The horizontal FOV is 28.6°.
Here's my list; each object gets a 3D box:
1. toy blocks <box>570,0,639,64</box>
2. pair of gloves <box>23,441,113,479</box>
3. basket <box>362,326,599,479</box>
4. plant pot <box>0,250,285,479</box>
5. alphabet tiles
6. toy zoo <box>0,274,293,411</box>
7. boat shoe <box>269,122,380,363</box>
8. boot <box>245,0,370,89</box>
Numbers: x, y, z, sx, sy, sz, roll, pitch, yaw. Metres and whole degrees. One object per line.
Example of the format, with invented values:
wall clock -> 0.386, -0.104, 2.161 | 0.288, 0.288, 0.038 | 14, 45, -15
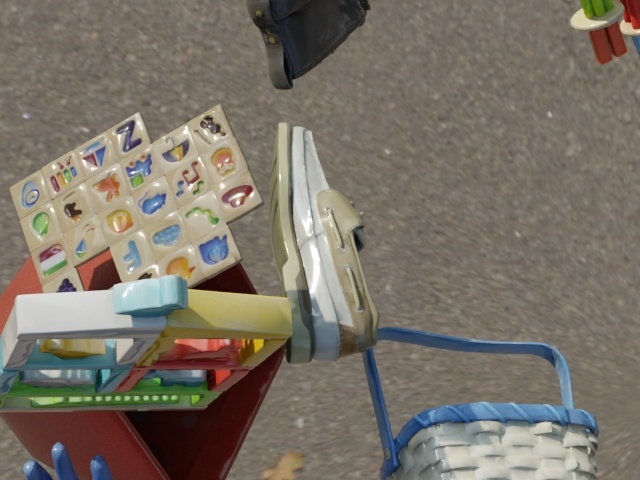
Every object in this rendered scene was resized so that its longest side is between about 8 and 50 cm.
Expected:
toy blocks -> 0.297, -0.222, 1.241 | 0.054, 0.148, 0.123 | 7, 43, 45
pair of gloves -> -0.222, 0.252, 0.936 | 0.198, 0.159, 0.023 | -39, 34, -27
basket -> 0.179, 0.231, 1.405 | 0.255, 0.201, 0.289 | 7, 55, -15
plant pot -> -0.231, 0.128, 1.408 | 0.236, 0.267, 0.267 | -4, 41, 30
alphabet tiles -> -0.176, -0.027, 1.215 | 0.237, 0.009, 0.198 | -29, 65, 10
toy zoo -> -0.142, 0.084, 0.941 | 0.192, 0.293, 0.030 | 2, 70, -21
boat shoe -> 0.000, 0.000, 1.434 | 0.103, 0.113, 0.302 | -2, 62, -8
boot -> -0.018, -0.294, 1.144 | 0.091, 0.229, 0.263 | 4, 48, 44
